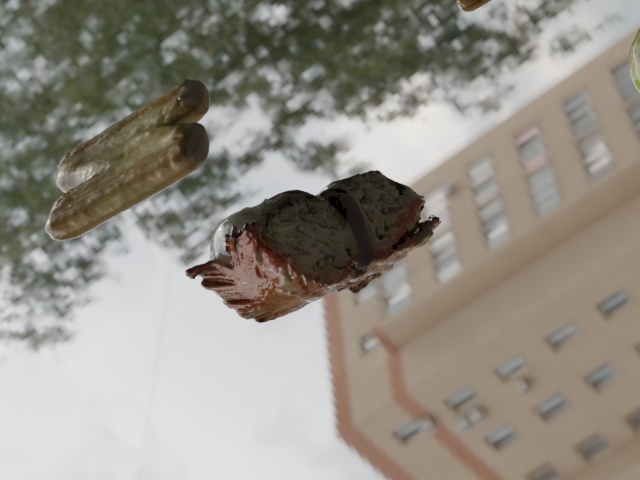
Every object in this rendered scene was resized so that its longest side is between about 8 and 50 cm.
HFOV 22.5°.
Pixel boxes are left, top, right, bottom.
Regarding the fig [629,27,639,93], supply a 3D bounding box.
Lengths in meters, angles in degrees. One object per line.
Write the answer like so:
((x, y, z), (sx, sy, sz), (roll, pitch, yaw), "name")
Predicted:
((0.302, -0.122, 1.304), (0.166, 0.093, 0.093), (55, -167, -50), "fig")

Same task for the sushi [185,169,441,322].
((0.000, 0.000, 1.827), (0.332, 0.124, 0.130), (-23, -107, -47), "sushi")

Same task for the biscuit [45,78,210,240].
((-0.294, -0.123, 2.496), (0.062, 0.291, 0.237), (53, -164, -29), "biscuit")

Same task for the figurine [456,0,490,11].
((0.192, -0.450, 1.604), (0.268, 0.401, 0.387), (-28, -81, -64), "figurine")
